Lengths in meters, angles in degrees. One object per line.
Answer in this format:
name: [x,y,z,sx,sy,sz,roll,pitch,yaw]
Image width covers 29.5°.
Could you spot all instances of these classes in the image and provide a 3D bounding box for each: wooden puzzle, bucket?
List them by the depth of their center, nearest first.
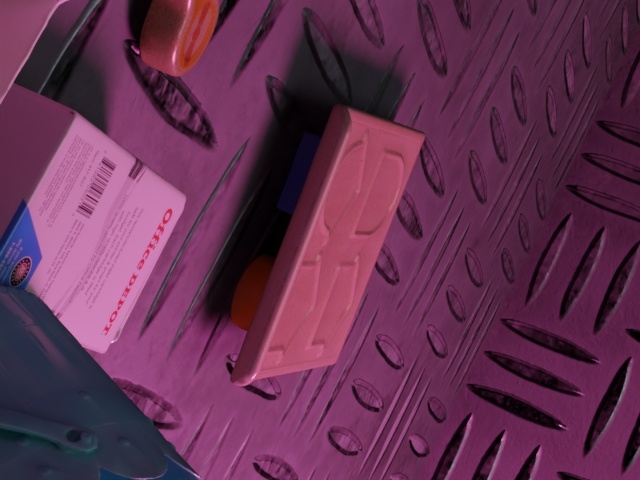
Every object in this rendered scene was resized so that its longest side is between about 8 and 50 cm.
bucket: [-0.233,0.175,0.793,0.281,0.183,0.281,-34,156,-18]
wooden puzzle: [0.000,0.000,1.434,0.322,0.080,0.348,-69,164,7]

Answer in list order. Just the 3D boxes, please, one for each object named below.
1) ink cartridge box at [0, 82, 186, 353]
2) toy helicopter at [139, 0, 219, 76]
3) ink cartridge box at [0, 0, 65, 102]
ink cartridge box: [-0.201,-0.012,0.910,0.148,0.086,0.203,-63,159,-7]
toy helicopter: [-0.084,-0.277,0.908,0.355,0.140,0.235,107,10,-47]
ink cartridge box: [-0.172,-0.251,0.554,0.353,0.207,0.119,-64,162,-6]
